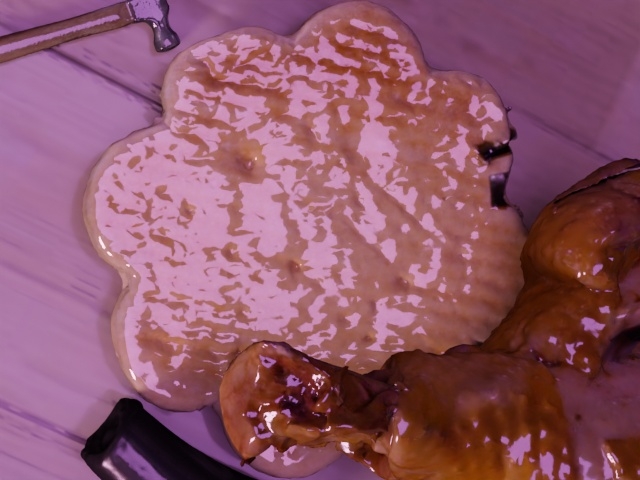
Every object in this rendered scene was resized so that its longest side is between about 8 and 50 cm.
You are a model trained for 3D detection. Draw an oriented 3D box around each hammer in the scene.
[{"bbox_3d":[-0.184,-0.130,0.938,0.182,0.017,0.062,-18,92,-14],"label":"hammer"}]

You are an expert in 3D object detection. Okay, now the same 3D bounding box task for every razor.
[{"bbox_3d":[-0.080,0.158,0.920,0.148,0.090,0.054,34,90,-11],"label":"razor"}]

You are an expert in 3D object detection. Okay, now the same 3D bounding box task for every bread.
[{"bbox_3d":[0.000,0.000,0.964,0.316,0.054,0.316,0,89,-16],"label":"bread"}]

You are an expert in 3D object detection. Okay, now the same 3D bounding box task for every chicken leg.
[{"bbox_3d":[0.132,0.081,0.912,0.409,0.182,0.295,12,84,-25],"label":"chicken leg"}]
